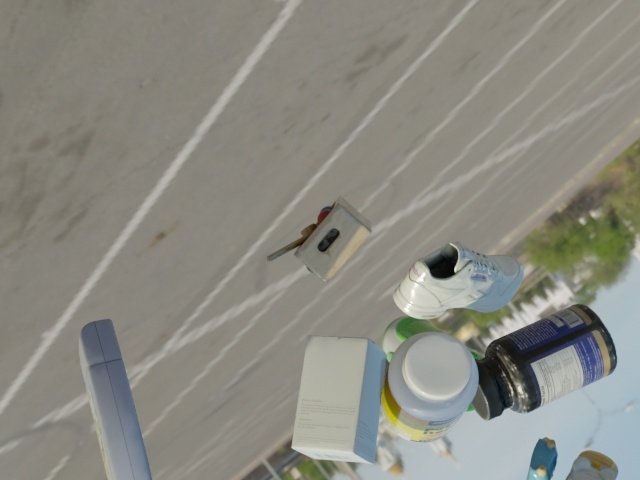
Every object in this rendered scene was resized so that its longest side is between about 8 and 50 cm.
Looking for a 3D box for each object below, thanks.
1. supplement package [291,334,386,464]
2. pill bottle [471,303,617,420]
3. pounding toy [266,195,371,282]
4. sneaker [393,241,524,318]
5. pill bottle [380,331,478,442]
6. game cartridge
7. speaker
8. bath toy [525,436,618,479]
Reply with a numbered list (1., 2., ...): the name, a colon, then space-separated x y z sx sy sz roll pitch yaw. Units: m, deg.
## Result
1. supplement package: 0.032 0.247 1.514 0.105 0.179 0.105 0 159 23
2. pill bottle: 0.332 0.191 1.501 0.219 0.123 0.123 -22 167 -10
3. pounding toy: 0.000 0.000 1.576 0.141 0.100 0.130 -49 -176 8
4. sneaker: 0.295 0.069 1.924 0.305 0.114 0.152 -11 139 -31
5. pill bottle: 0.143 0.193 1.293 0.117 0.117 0.215 -37 162 -14
6. game cartridge: -0.280 0.265 1.345 0.062 0.297 0.198 -14 168 -13
7. speaker: 0.232 0.244 1.977 0.131 0.131 0.296 -37 -158 -10
8. bath toy: 0.499 0.437 1.565 0.151 0.348 0.129 -42 146 -44
